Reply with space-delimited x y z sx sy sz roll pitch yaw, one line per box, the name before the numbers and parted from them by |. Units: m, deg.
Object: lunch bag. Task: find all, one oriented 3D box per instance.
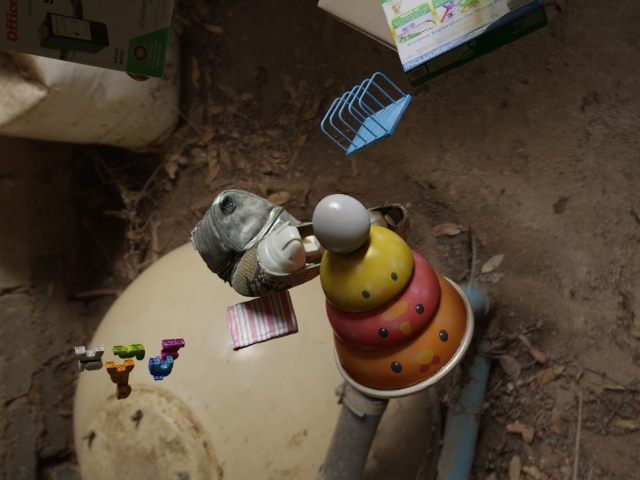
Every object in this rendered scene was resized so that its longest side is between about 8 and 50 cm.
lunch bag | -0.225 -0.004 1.865 0.256 0.212 0.305 39 154 -7

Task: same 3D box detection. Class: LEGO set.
LEGO set | -0.398 0.278 1.388 0.087 0.227 0.093 50 133 51

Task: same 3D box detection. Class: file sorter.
file sorter | 0.097 -0.285 1.477 0.104 0.118 0.170 38 153 -19

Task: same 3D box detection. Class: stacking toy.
stacking toy | 0.105 0.089 1.429 0.350 0.351 0.480 -8 135 29

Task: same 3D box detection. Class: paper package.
paper package | 0.190 -0.648 1.606 0.325 0.168 0.309 42 119 36

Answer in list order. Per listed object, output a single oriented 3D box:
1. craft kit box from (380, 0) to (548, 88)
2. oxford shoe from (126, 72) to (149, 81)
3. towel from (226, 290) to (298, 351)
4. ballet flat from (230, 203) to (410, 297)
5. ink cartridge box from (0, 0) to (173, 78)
craft kit box | 0.242 -0.421 1.173 0.250 0.061 0.247 -22 56 17
oxford shoe | -0.366 -0.459 1.319 0.098 0.097 0.271 -10 86 40
towel | -0.167 0.227 1.868 0.197 0.029 0.144 -16 54 1
ballet flat | 0.000 0.000 1.634 0.482 0.182 0.164 -17 65 -9
ink cartridge box | -0.410 -0.425 1.153 0.121 0.289 0.211 -103 25 -47
